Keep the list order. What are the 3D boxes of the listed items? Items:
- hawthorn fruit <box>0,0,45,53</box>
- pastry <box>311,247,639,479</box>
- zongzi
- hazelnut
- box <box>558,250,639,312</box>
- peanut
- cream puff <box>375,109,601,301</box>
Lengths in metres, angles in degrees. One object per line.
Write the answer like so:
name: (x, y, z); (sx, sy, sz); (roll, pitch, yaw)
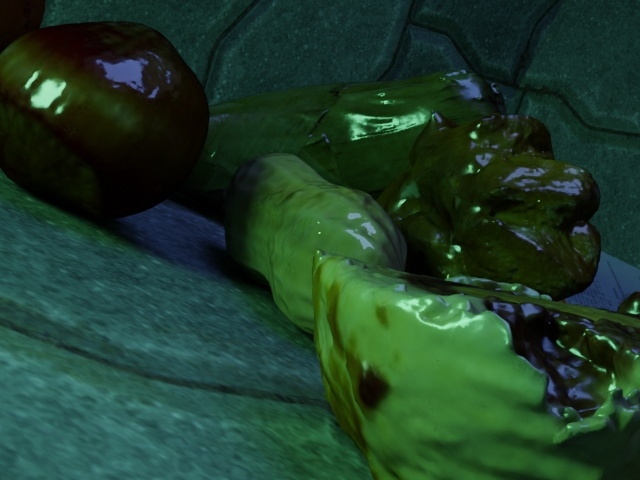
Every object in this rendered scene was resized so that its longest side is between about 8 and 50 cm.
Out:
hawthorn fruit: (-0.355, -0.205, 0.907); (0.211, 0.211, 0.299); (26, 15, -4)
pastry: (0.108, 0.094, 0.623); (0.237, 0.170, 0.256); (7, 4, 33)
zongzi: (0.001, -0.115, 1.246); (0.356, 0.174, 0.393); (-15, -17, 37)
hazelnut: (-0.195, -0.111, 0.924); (0.178, 0.178, 0.204); (22, -3, -34)
box: (0.277, 0.087, 1.229); (0.299, 0.106, 0.200); (23, 30, -18)
peanut: (-0.012, -0.002, 0.972); (0.130, 0.130, 0.290); (22, 8, -32)
cream puff: (0.137, 0.002, 1.024); (0.155, 0.269, 0.241); (27, 34, -33)
